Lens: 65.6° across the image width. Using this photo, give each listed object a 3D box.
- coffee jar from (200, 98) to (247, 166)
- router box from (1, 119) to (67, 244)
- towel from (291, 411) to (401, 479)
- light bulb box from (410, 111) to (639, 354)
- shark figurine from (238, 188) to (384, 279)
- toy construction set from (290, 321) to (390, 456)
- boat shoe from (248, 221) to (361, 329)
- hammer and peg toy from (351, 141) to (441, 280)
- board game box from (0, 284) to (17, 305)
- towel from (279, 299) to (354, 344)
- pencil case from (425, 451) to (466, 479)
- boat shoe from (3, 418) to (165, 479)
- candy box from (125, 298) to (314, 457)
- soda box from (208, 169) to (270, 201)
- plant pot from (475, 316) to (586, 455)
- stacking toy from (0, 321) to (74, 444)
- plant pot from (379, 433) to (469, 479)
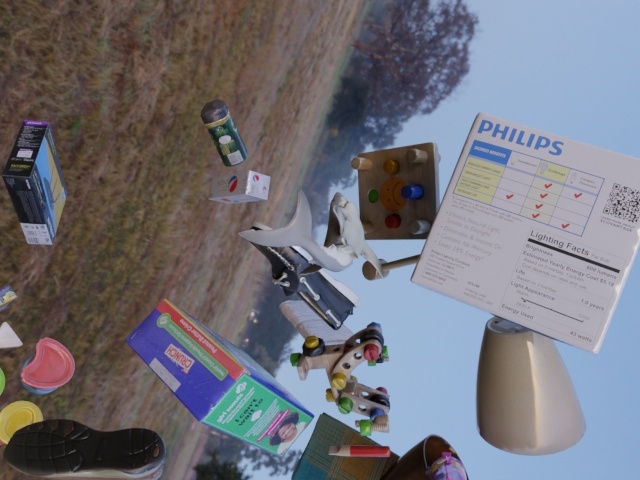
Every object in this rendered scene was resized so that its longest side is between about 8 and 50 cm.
[{"bbox_3d":[-0.283,-0.315,1.455,0.096,0.079,0.184,-101,172,-54],"label":"coffee jar"},{"bbox_3d":[-0.491,-0.097,0.865,0.179,0.046,0.133,110,-22,-50],"label":"router box"},{"bbox_3d":[0.089,0.792,1.703,0.370,0.040,0.271,15,-110,39],"label":"towel"},{"bbox_3d":[0.420,-0.012,1.013,0.360,0.358,0.225,-68,164,-1],"label":"light bulb box"},{"bbox_3d":[0.000,0.018,0.746,0.116,0.166,0.278,-28,177,22],"label":"shark figurine"},{"bbox_3d":[0.046,0.363,1.213,0.257,0.237,0.308,76,13,-47],"label":"toy construction set"},{"bbox_3d":[-0.041,0.078,1.016,0.091,0.302,0.114,-55,-159,-11],"label":"boat shoe"},{"bbox_3d":[0.217,-0.073,1.358,0.266,0.127,0.361,-2,-88,43],"label":"hammer and peg toy"},{"bbox_3d":[-1.023,0.212,1.496,0.141,0.048,0.170,-30,-174,43],"label":"board game box"},{"bbox_3d":[-0.003,0.284,1.713,0.049,0.187,0.282,-54,150,14],"label":"towel"},{"bbox_3d":[0.308,0.592,1.196,0.236,0.105,0.104,37,76,-77],"label":"pencil case"},{"bbox_3d":[-0.487,0.466,1.043,0.122,0.324,0.119,-82,178,-53],"label":"boat shoe"},{"bbox_3d":[-0.193,0.281,1.004,0.122,0.268,0.317,-51,143,-11],"label":"candy box"},{"bbox_3d":[-0.235,-0.149,1.416,0.216,0.074,0.069,1,-98,50],"label":"soda box"},{"bbox_3d":[0.490,0.325,1.216,0.256,0.257,0.273,-116,-167,-79],"label":"plant pot"},{"bbox_3d":[-0.922,0.424,1.472,0.130,0.279,0.309,-28,-151,35],"label":"stacking toy"},{"bbox_3d":[0.284,0.720,1.460,0.230,0.215,0.215,-39,-159,27],"label":"plant pot"}]
